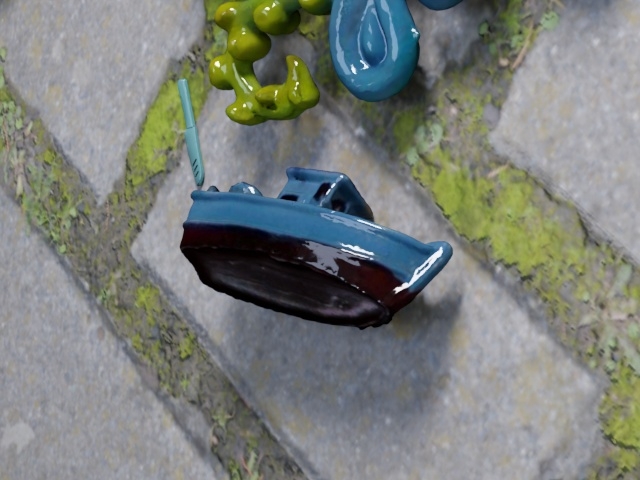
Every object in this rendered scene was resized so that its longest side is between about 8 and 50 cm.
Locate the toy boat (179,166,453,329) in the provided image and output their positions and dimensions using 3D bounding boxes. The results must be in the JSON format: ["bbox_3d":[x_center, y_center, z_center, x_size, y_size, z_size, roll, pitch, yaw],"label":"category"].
[{"bbox_3d":[0.000,0.000,1.280,0.223,0.100,0.097,11,58,40],"label":"toy boat"}]

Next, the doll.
[{"bbox_3d":[-0.003,-0.262,1.292,0.341,0.099,0.346,-4,83,46],"label":"doll"}]

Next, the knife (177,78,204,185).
[{"bbox_3d":[-0.103,-0.086,1.444,0.014,0.005,0.091,-27,68,40],"label":"knife"}]
